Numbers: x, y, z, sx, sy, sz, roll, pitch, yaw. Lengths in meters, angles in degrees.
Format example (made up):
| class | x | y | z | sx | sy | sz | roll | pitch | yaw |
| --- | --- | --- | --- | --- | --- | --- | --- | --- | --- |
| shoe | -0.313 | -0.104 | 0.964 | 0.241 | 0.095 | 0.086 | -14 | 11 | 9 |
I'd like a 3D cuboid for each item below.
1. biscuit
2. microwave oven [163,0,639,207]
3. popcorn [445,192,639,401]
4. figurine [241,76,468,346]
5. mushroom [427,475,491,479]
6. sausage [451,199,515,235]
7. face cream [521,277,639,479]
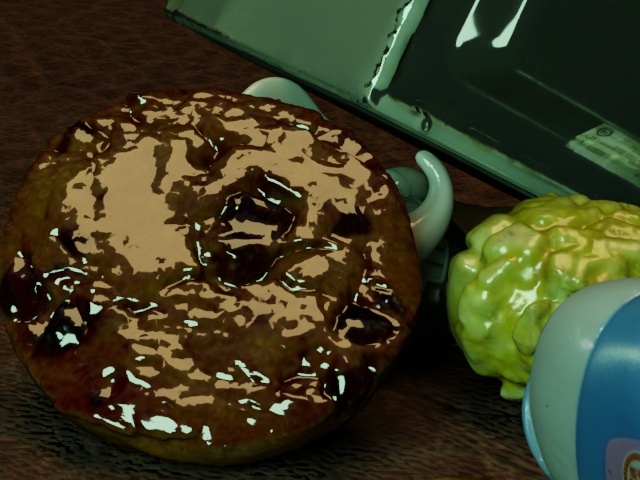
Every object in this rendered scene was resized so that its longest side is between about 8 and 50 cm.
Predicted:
| class | x | y | z | sx | sy | sz | roll | pitch | yaw |
| --- | --- | --- | --- | --- | --- | --- | --- | --- | --- |
| biscuit | -0.049 | 0.009 | 0.796 | 0.192 | 0.049 | 0.192 | 0 | 53 | 0 |
| microwave oven | 0.146 | -0.126 | 1.019 | 0.355 | 0.218 | 0.286 | 25 | 2 | -30 |
| popcorn | 0.117 | 0.034 | 0.855 | 0.121 | 0.106 | 0.116 | -13 | 34 | -39 |
| figurine | 0.000 | 0.000 | 0.903 | 0.192 | 0.147 | 0.126 | 19 | -13 | -25 |
| mushroom | 0.051 | 0.113 | 0.590 | 0.129 | 0.088 | 0.072 | 9 | 58 | -15 |
| sausage | 0.066 | -0.017 | 1.141 | 0.043 | 0.043 | 0.186 | -6 | 18 | -39 |
| face cream | 0.145 | 0.086 | 0.574 | 0.083 | 0.149 | 0.264 | -22 | 23 | -15 |
